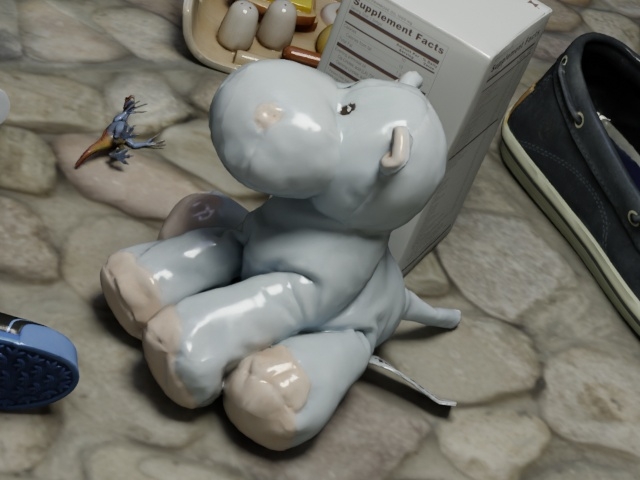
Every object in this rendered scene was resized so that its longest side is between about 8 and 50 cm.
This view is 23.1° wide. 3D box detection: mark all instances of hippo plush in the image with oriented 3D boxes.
[{"bbox_3d":[0.000,0.000,1.151,0.294,0.236,0.234,18,35,-5],"label":"hippo plush"}]

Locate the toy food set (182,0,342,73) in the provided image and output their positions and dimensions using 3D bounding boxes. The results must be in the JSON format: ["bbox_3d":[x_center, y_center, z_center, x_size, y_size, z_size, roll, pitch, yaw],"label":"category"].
[{"bbox_3d":[0.015,-0.237,1.599,0.306,0.092,0.219,16,36,-9],"label":"toy food set"}]

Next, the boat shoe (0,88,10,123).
[{"bbox_3d":[-0.319,-0.098,1.286,0.040,0.049,0.142,20,29,32],"label":"boat shoe"}]

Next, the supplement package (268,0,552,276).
[{"bbox_3d":[0.071,-0.107,1.325,0.134,0.244,0.139,32,36,14],"label":"supplement package"}]

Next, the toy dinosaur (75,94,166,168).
[{"bbox_3d":[-0.177,-0.100,1.365,0.090,0.047,0.082,-6,24,-19],"label":"toy dinosaur"}]

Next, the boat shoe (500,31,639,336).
[{"bbox_3d":[0.349,-0.009,1.423,0.187,0.156,0.500,-6,45,-36],"label":"boat shoe"}]

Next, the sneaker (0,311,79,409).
[{"bbox_3d":[-0.279,0.053,1.070,0.232,0.081,0.090,10,44,-15],"label":"sneaker"}]
